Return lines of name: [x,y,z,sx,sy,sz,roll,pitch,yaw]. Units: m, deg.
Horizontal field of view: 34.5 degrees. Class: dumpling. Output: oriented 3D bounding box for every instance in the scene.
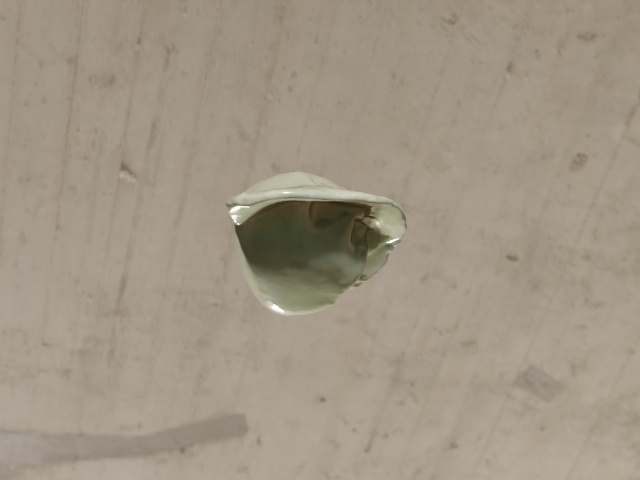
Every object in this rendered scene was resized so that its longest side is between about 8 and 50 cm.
dumpling: [0.000,-0.001,0.350,0.059,0.043,0.077,-13,-51,12]
